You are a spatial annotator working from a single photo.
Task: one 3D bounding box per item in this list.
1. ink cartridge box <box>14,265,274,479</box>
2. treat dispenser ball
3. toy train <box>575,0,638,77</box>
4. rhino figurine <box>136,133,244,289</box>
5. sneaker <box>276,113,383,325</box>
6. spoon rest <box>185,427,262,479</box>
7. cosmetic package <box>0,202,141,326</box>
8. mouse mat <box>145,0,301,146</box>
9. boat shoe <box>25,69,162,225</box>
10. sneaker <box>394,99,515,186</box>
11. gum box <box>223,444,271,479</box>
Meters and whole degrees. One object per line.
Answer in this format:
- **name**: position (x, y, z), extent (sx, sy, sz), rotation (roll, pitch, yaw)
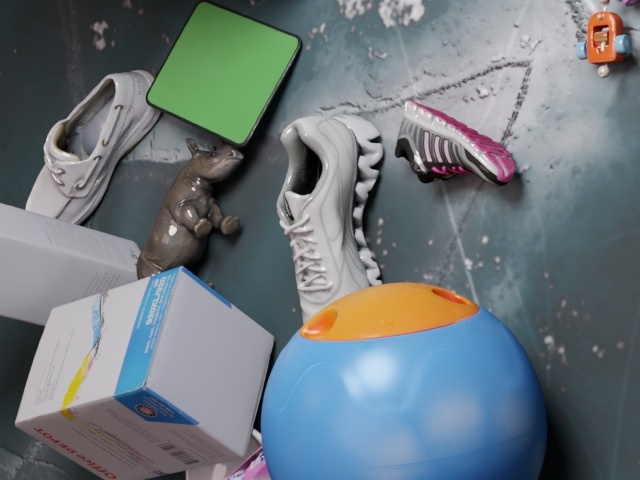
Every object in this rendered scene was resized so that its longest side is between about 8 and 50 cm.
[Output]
- **ink cartridge box**: position (-0.207, 0.163, 1.982), extent (0.232, 0.171, 0.168), rotation (-17, 46, 39)
- **treat dispenser ball**: position (0.084, 0.186, 1.701), extent (0.288, 0.288, 0.288), rotation (-4, 83, 39)
- **toy train**: position (0.334, -0.233, 1.696), extent (0.166, 0.046, 0.125), rotation (-9, 81, 41)
- **rhino figurine**: position (-0.155, -0.031, 2.055), extent (0.106, 0.073, 0.243), rotation (30, 101, 45)
- **sneaker**: position (0.000, 0.000, 1.900), extent (0.110, 0.118, 0.292), rotation (-5, 84, 37)
- **spoon rest**: position (-0.058, 0.261, 1.944), extent (0.276, 0.084, 0.137), rotation (-17, 75, 36)
- **cosmetic package**: position (-0.340, 0.038, 2.090), extent (0.117, 0.231, 0.085), rotation (-55, 39, 20)
- **mouse mat**: position (-0.120, -0.206, 2.060), extent (0.189, 0.007, 0.153), rotation (27, 86, 39)
- **boat shoe**: position (-0.315, -0.116, 2.178), extent (0.277, 0.096, 0.098), rotation (-52, 58, 24)
- **sneaker**: position (0.141, -0.088, 1.828), extent (0.170, 0.063, 0.075), rotation (35, 108, 41)
- **gum box**: position (-0.012, 0.296, 1.843), extent (0.188, 0.062, 0.107), rotation (35, 119, -11)
